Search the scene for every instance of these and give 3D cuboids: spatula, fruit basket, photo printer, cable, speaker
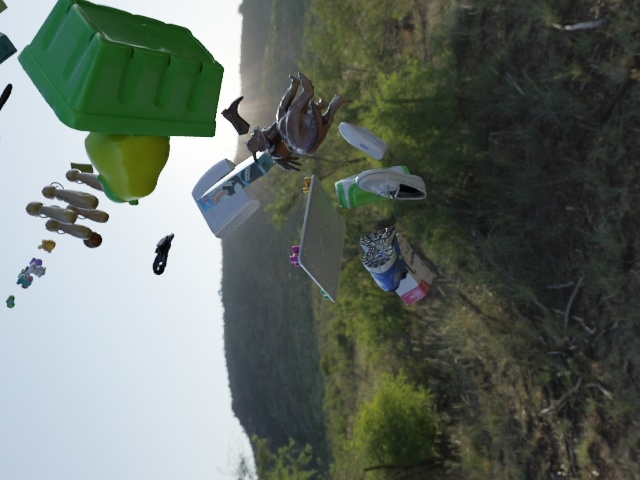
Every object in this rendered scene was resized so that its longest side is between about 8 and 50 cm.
[{"bbox_3d":[-1.104,-0.422,1.574,0.084,0.031,0.296,117,156,-64],"label":"spatula"},{"bbox_3d":[-0.422,-0.281,1.011,0.283,0.392,0.392,49,166,19],"label":"fruit basket"},{"bbox_3d":[-0.432,-0.199,2.043,0.307,0.256,0.107,57,-164,26],"label":"photo printer"},{"bbox_3d":[-0.610,0.051,1.807,0.184,0.047,0.150,-91,13,-61],"label":"cable"},{"bbox_3d":[0.217,-0.218,1.887,0.131,0.297,0.131,166,90,-89],"label":"speaker"}]

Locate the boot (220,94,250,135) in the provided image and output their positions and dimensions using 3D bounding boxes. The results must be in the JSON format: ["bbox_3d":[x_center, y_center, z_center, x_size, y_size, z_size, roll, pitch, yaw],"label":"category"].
[{"bbox_3d":[-0.276,-0.436,1.616,0.114,0.106,0.037,47,-167,-26],"label":"boot"}]

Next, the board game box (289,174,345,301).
[{"bbox_3d":[0.000,0.000,1.872,0.390,0.051,0.389,54,-142,-53],"label":"board game box"}]

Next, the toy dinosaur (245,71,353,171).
[{"bbox_3d":[-0.048,-0.228,0.972,0.200,0.127,0.296,-64,25,5],"label":"toy dinosaur"}]

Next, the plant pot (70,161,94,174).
[{"bbox_3d":[-0.957,-0.280,1.854,0.083,0.079,0.083,28,123,54],"label":"plant pot"}]

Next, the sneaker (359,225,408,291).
[{"bbox_3d":[0.206,0.062,1.497,0.330,0.130,0.147,-70,-40,-64],"label":"sneaker"}]

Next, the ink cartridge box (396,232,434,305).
[{"bbox_3d":[0.299,0.100,1.667,0.218,0.092,0.158,49,-148,-3],"label":"ink cartridge box"}]

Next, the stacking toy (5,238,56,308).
[{"bbox_3d":[-1.013,0.117,1.614,0.052,0.221,0.167,33,-162,-31],"label":"stacking toy"}]

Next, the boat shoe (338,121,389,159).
[{"bbox_3d":[0.149,-0.348,1.553,0.063,0.184,0.066,-50,-15,-24],"label":"boat shoe"}]

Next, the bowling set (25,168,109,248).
[{"bbox_3d":[-0.714,-0.067,1.320,0.287,0.154,0.199,-76,0,-63],"label":"bowling set"}]

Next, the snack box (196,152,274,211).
[{"bbox_3d":[-0.286,-0.230,1.654,0.060,0.322,0.187,52,-145,-18],"label":"snack box"}]

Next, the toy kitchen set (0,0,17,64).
[{"bbox_3d":[-0.783,-0.476,1.070,0.122,0.166,0.207,-55,-18,-23],"label":"toy kitchen set"}]

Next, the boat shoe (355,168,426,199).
[{"bbox_3d":[0.265,-0.196,1.705,0.088,0.268,0.096,-100,24,-45],"label":"boat shoe"}]
